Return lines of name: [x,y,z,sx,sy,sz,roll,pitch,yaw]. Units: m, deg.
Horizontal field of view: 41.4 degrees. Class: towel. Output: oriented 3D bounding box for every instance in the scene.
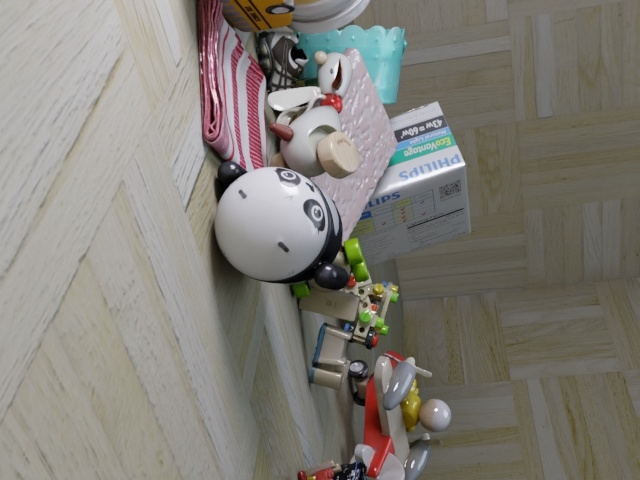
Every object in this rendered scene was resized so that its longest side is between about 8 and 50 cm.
towel: [-0.133,-0.222,1.400,0.329,0.037,0.237,49,37,-74]
towel: [0.048,-0.204,1.888,0.332,0.053,0.317,-61,143,-26]

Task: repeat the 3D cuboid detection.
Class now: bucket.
bucket: [0.070,-0.429,2.072,0.281,0.281,0.183,-56,148,-76]

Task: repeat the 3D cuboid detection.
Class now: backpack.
backpack: [0.049,0.550,1.695,0.158,0.117,0.173,72,14,-50]

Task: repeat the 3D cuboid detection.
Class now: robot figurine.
robot figurine: [-0.056,-0.021,1.287,0.278,0.209,0.173,24,73,-79]

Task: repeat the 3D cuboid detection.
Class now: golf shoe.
golf shoe: [-0.066,-0.337,1.714,0.198,0.094,0.077,74,12,-52]

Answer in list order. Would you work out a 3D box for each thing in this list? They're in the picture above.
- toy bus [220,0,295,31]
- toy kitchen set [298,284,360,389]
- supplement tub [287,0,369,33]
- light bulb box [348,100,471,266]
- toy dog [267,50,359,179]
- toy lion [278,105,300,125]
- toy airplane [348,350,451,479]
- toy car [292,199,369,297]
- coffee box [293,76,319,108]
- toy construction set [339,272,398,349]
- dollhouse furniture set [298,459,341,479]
toy bus: [-0.120,-0.426,1.330,0.332,0.130,0.108,3,82,-80]
toy kitchen set: [0.012,0.202,1.839,0.166,0.122,0.207,-13,117,-81]
supplement tub: [-0.035,-0.571,1.554,0.331,0.241,0.241,62,23,-55]
light bulb box: [0.201,-0.137,2.284,0.361,0.358,0.225,69,3,-59]
toy dog: [-0.026,-0.243,1.584,0.161,0.220,0.334,42,23,-36]
toy lion: [-0.068,-0.264,1.847,0.096,0.034,0.100,10,73,-73]
toy airplane: [0.208,0.483,2.222,0.386,0.272,0.384,34,50,-78]
toy car: [0.000,0.000,1.729,0.149,0.155,0.188,68,8,-58]
coffee box: [-0.028,-0.276,1.925,0.113,0.040,0.184,-154,-126,-67]
toy construction set: [0.130,0.183,2.341,0.215,0.151,0.327,-70,157,-9]
dollhouse furniture set: [0.009,0.579,1.474,0.201,0.152,0.374,61,6,-65]
